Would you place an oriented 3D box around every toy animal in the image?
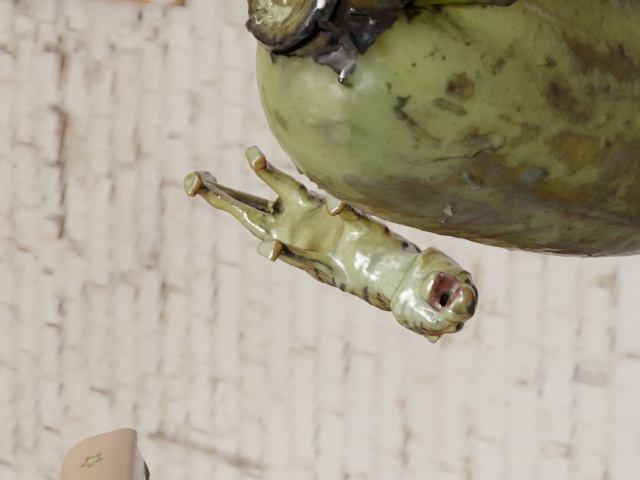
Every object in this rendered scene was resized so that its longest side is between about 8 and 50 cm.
[{"bbox_3d":[0.000,0.000,1.101,0.099,0.241,0.057,35,-95,-34],"label":"toy animal"}]

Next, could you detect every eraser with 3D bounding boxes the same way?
[{"bbox_3d":[-0.182,0.291,1.524,0.290,0.087,0.171,-98,12,-68],"label":"eraser"}]

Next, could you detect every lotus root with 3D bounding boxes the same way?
[{"bbox_3d":[0.101,-0.074,0.866,0.309,0.173,0.173,19,-96,-32],"label":"lotus root"}]
